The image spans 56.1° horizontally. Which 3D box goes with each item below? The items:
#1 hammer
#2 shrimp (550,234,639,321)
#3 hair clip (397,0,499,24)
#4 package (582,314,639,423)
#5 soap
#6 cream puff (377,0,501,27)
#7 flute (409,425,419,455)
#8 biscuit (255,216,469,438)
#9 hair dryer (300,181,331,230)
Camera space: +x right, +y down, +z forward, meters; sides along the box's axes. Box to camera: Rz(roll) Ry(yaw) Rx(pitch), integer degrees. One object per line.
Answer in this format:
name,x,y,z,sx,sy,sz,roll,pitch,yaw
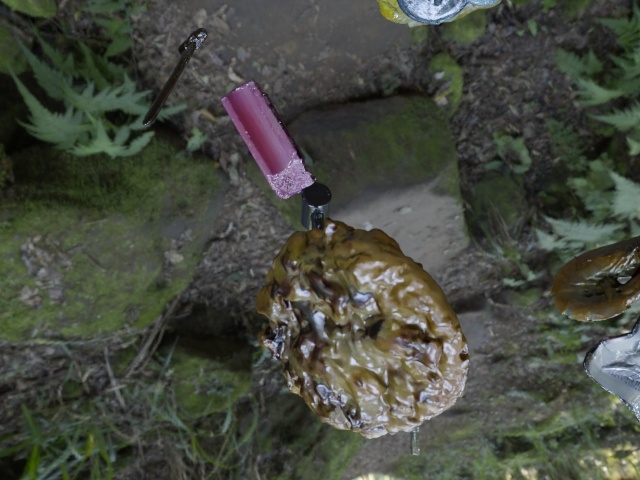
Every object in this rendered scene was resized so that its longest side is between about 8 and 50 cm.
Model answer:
hammer,-0.209,-0.226,0.848,0.021,0.178,0.065,34,152,-28
shrimp,0.574,0.062,1.130,0.287,0.152,0.063,-32,127,30
hair clip,0.132,-0.244,0.318,0.275,0.048,0.083,-59,-167,5
package,0.447,0.128,0.728,0.232,0.166,0.040,-51,-175,18
soap,-0.106,-0.212,1.290,0.099,0.250,0.162,-31,170,0
cream puff,0.146,-0.363,0.730,0.221,0.194,0.195,-11,159,0
flute,0.224,0.396,1.438,0.027,0.233,0.027,-1,174,0
biscuit,0.029,0.126,0.766,0.081,0.289,0.334,-34,169,-42
hair dryer,0.000,-0.001,1.344,0.070,0.248,0.114,-5,148,-7
